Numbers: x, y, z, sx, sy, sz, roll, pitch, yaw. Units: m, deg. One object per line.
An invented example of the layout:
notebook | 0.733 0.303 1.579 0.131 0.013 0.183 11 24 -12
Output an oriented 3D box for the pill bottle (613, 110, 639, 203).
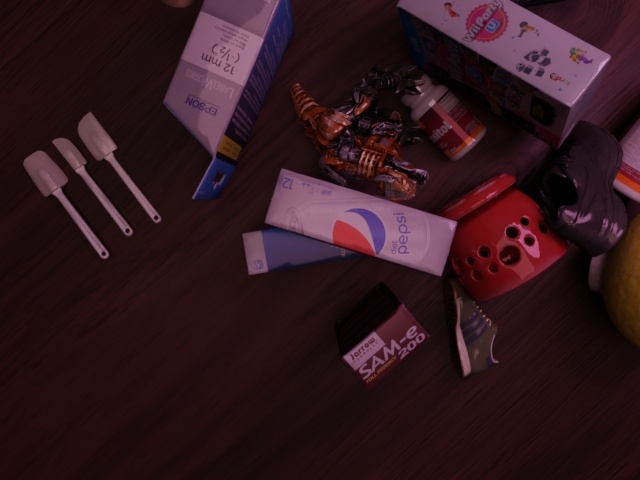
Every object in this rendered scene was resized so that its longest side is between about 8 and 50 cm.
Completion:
pill bottle | 0.597 -0.178 0.985 0.121 0.121 0.221 30 114 -2

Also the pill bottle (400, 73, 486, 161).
pill bottle | 0.220 -0.224 1.029 0.152 0.086 0.086 45 93 -2

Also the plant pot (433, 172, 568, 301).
plant pot | 0.305 -0.013 0.996 0.191 0.191 0.174 -31 88 2

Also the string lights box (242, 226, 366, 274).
string lights box | 0.000 0.000 1.019 0.259 0.133 0.077 -9 92 1

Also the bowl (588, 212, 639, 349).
bowl | 0.574 0.054 1.001 0.156 0.289 0.290 17 95 42

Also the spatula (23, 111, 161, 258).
spatula | -0.427 -0.096 1.070 0.168 0.019 0.242 -36 94 -3

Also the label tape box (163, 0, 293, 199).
label tape box | -0.163 -0.246 0.942 0.115 0.249 0.348 25 93 -2

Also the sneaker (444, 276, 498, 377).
sneaker | 0.290 0.158 1.072 0.086 0.064 0.192 -9 95 -6

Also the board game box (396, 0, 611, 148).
board game box | 0.285 -0.289 0.913 0.303 0.224 0.097 39 95 18

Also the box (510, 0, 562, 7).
box | 0.339 -0.441 0.977 0.233 0.159 0.044 -9 96 0

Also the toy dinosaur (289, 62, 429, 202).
toy dinosaur | 0.063 -0.195 0.963 0.218 0.164 0.322 -37 78 -19

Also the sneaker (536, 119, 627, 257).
sneaker | 0.434 -0.113 0.965 0.130 0.109 0.286 23 50 -13

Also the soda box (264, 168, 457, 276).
soda box | 0.061 -0.027 0.903 0.286 0.098 0.091 17 89 0

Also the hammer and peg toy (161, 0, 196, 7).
hammer and peg toy | -0.230 -0.540 0.896 0.265 0.127 0.361 19 55 -1

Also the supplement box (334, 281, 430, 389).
supplement box | 0.097 0.153 0.978 0.130 0.239 0.073 -42 93 3
